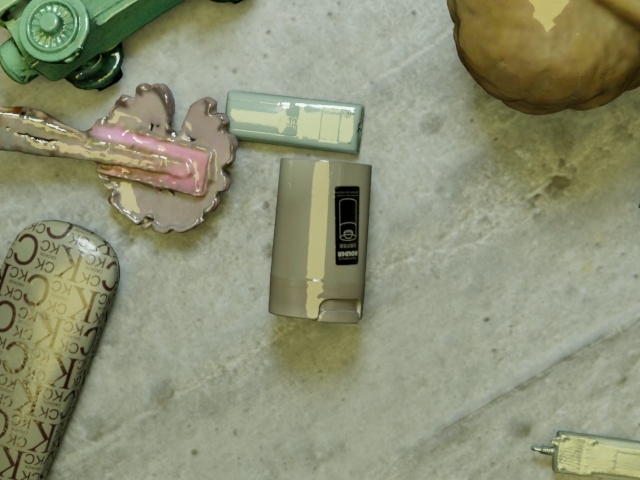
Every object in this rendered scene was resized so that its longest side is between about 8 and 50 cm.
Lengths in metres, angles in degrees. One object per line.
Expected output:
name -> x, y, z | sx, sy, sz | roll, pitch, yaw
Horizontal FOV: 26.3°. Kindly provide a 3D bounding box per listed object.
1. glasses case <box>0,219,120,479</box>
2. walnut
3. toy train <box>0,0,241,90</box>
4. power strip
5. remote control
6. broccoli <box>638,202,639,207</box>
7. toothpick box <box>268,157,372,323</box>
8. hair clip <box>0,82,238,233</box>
glasses case -> -0.348, 0.148, 1.621 | 0.137, 0.085, 0.355 | 22, 95, 7
walnut -> 0.265, -0.275, 1.443 | 0.285, 0.285, 0.296 | 32, 102, 5
toy train -> -0.236, -0.335, 1.565 | 0.369, 0.150, 0.237 | -31, 80, 7
power strip -> 0.337, 0.250, 1.568 | 0.191, 0.030, 0.048 | 6, 94, 7
remote control -> -0.032, -0.139, 1.599 | 0.162, 0.029, 0.061 | 7, 95, 8
broccoli -> 0.433, -0.062, 1.393 | 0.221, 0.361, 0.252 | -46, 49, 13
toothpick box -> 0.000, 0.000, 1.561 | 0.111, 0.111, 0.181 | 4, 91, 7
hair clip -> -0.249, -0.109, 1.604 | 0.300, 0.069, 0.173 | 13, 101, -1
